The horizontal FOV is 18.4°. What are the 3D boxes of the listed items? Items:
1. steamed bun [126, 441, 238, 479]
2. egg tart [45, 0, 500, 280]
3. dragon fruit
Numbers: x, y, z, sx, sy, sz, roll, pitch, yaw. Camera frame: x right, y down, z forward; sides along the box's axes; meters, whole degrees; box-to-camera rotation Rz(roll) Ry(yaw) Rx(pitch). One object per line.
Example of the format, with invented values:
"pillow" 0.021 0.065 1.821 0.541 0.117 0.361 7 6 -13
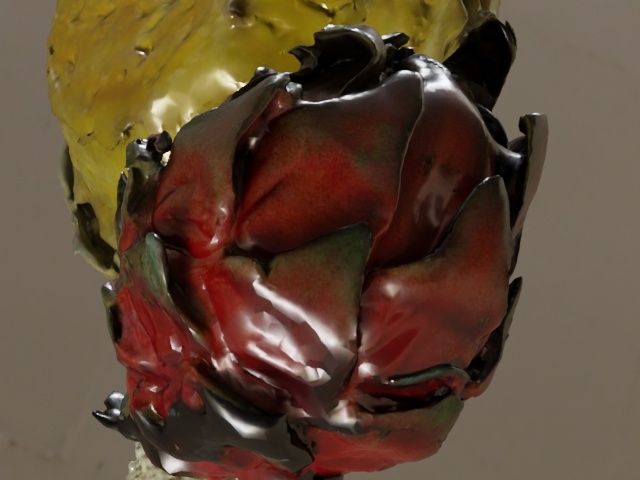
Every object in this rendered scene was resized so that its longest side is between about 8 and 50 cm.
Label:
"steamed bun" -0.081 0.259 1.580 0.170 0.200 0.225 -1 -158 -42
"egg tart" -0.054 -0.139 1.300 0.169 0.388 0.388 34 -137 -39
"dragon fruit" -0.002 0.009 0.777 0.182 0.188 0.182 1 -161 0
